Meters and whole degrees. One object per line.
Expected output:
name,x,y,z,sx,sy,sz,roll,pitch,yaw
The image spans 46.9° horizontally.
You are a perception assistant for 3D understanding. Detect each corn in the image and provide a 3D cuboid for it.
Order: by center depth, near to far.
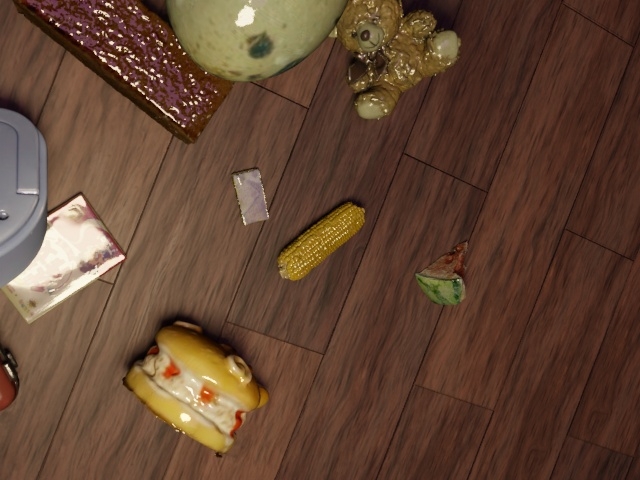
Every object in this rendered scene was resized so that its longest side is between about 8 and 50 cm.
corn,0.000,0.000,1.621,0.238,0.080,0.080,-41,108,-13

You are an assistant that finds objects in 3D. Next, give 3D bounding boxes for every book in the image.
book,-0.525,0.035,1.461,0.232,0.022,0.162,-35,107,-14

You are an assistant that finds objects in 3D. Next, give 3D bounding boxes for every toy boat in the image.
toy boat,-0.150,-0.094,1.586,0.063,0.016,0.115,-15,102,-18

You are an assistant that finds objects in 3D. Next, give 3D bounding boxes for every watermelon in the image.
watermelon,0.299,0.087,1.763,0.098,0.121,0.158,60,31,-31

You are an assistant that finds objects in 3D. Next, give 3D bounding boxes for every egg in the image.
egg,-0.112,-0.490,1.364,0.345,0.345,0.427,21,70,-21

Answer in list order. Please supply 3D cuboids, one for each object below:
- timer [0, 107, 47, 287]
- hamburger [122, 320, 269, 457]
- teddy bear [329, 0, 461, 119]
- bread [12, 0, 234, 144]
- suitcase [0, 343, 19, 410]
timer,-0.658,-0.049,1.255,0.395,0.173,0.394,10,56,-15
hamburger,-0.229,0.295,1.489,0.186,0.261,0.302,-51,128,-12
teddy bear,0.134,-0.428,1.577,0.267,0.156,0.256,-34,114,18
bread,-0.367,-0.374,1.420,0.416,0.113,0.165,39,84,-21
suitcase,-0.710,0.208,1.340,0.236,0.161,0.297,-27,106,-16
